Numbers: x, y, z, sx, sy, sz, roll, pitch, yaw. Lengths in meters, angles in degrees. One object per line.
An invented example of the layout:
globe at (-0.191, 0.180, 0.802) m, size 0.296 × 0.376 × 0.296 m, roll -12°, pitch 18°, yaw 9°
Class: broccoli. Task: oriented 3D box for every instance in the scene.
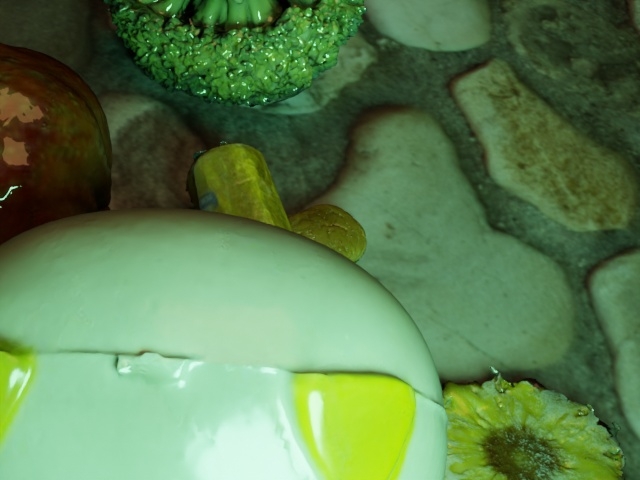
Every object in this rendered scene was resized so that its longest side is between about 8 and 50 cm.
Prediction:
broccoli at (-0.086, -0.228, 1.759) m, size 0.226 × 0.176 × 0.198 m, roll 31°, pitch 46°, yaw -15°

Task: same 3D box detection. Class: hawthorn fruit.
hawthorn fruit at (-0.285, -0.047, 1.403) m, size 0.262 × 0.258 × 0.258 m, roll 40°, pitch 39°, yaw -10°

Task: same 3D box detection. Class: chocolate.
chocolate at (-0.051, 0.014, 1.579) m, size 0.085 × 0.086 × 0.219 m, roll -5°, pitch 51°, yaw -29°

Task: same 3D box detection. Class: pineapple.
pineapple at (0.165, 0.196, 1.505) m, size 0.221 × 0.047 × 0.221 m, roll 11°, pitch 39°, yaw -9°

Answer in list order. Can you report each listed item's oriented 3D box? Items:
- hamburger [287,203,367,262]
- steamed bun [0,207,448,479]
hamburger at (0.000, 0.000, 1.644) m, size 0.083 × 0.044 × 0.076 m, roll -22°, pitch 57°, yaw -43°
steamed bun at (-0.099, 0.130, 1.229) m, size 0.373 × 0.334 × 0.334 m, roll 2°, pitch 41°, yaw 2°
